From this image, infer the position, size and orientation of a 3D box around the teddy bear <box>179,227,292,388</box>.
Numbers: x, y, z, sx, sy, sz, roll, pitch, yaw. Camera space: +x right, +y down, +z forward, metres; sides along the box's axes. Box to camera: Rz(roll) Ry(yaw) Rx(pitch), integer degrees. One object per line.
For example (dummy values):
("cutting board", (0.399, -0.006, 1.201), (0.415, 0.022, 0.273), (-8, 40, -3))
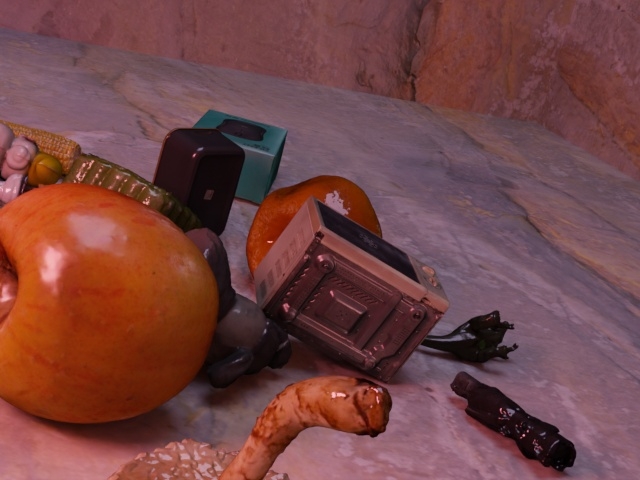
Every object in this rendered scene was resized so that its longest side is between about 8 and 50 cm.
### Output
("teddy bear", (-0.157, 0.119, 1.606), (0.144, 0.251, 0.171), (-24, 17, 21))

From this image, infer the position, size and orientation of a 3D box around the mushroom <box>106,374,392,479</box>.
("mushroom", (-0.058, 0.229, 1.165), (0.233, 0.301, 0.208), (46, 0, 36))

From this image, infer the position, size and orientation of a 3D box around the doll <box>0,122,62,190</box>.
("doll", (-0.586, -0.154, 2.110), (0.237, 0.111, 0.252), (26, -7, -11))

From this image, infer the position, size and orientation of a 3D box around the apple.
("apple", (-0.279, 0.077, 1.426), (0.275, 0.299, 0.299), (4, 20, -43))

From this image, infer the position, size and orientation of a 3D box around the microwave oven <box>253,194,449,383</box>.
("microwave oven", (0.039, 0.081, 1.753), (0.240, 0.194, 0.145), (31, 15, -19))

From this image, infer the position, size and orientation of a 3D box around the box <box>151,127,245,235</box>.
("box", (-0.229, -0.101, 2.151), (0.090, 0.201, 0.144), (32, 23, 36))

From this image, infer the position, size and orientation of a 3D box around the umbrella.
("umbrella", (0.271, 0.258, 1.683), (0.066, 0.059, 0.235), (28, 3, -39))

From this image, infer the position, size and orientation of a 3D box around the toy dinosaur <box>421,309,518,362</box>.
("toy dinosaur", (0.237, 0.177, 1.969), (0.179, 0.087, 0.187), (-17, -17, 29))

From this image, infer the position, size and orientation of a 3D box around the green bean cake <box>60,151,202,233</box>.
("green bean cake", (-0.319, -0.049, 1.952), (0.200, 0.113, 0.214), (25, -8, 17))

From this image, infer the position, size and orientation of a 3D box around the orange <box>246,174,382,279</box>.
("orange", (0.000, 0.000, 1.998), (0.249, 0.249, 0.183), (31, 8, 42))

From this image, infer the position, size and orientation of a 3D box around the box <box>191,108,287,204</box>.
("box", (-0.192, -0.193, 2.596), (0.205, 0.118, 0.311), (13, 17, 1))

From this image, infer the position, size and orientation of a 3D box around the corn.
("corn", (-0.601, -0.192, 2.327), (0.248, 0.081, 0.081), (15, 17, 0))

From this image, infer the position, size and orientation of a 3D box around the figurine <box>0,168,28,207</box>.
("figurine", (-0.631, -0.100, 1.990), (0.245, 0.110, 0.138), (14, -18, -12))
